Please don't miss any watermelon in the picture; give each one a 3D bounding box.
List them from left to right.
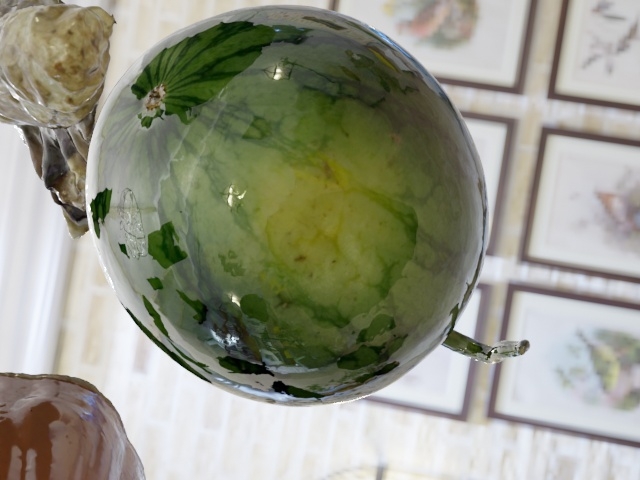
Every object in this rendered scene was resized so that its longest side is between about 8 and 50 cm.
[{"bbox_3d":[0.000,0.000,0.510,0.187,0.141,0.140,45,-134,-37],"label":"watermelon"}]

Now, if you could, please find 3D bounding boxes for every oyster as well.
[{"bbox_3d":[-0.207,-0.088,1.060,0.166,0.094,0.294,54,157,32],"label":"oyster"}]

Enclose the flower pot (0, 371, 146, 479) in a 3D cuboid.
[{"bbox_3d":[-0.213,0.208,0.989,0.173,0.191,0.190,-126,42,-72],"label":"flower pot"}]
